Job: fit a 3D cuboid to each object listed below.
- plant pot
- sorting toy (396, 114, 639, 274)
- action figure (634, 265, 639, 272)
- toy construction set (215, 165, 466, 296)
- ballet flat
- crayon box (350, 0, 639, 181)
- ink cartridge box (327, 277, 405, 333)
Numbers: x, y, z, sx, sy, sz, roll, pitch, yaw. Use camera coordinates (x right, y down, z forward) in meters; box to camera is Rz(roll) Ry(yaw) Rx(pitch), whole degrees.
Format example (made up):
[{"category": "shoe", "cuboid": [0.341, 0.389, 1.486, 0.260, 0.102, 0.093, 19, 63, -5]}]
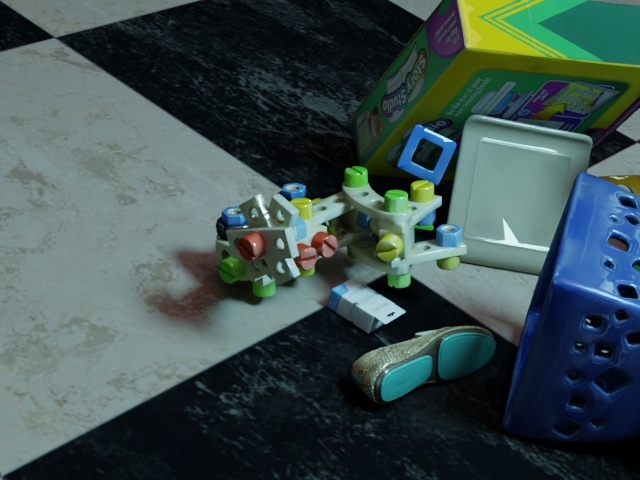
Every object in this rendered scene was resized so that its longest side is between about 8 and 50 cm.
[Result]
[{"category": "plant pot", "cuboid": [0.351, 0.096, 1.721, 0.212, 0.236, 0.236, 16, 37, 5]}, {"category": "sorting toy", "cuboid": [0.262, -0.059, 2.000, 0.348, 0.196, 0.047, 10, 4, -11]}, {"category": "action figure", "cuboid": [0.433, 0.095, 1.942, 0.137, 0.063, 0.232, 1, 39, -21]}, {"category": "toy construction set", "cuboid": [0.000, 0.000, 1.783, 0.215, 0.151, 0.328, 21, 19, 39]}, {"category": "ballet flat", "cuboid": [0.116, 0.133, 1.739, 0.206, 0.073, 0.067, -11, 27, -42]}, {"category": "crayon box", "cuboid": [0.253, -0.200, 2.035, 0.313, 0.363, 0.106, 4, 65, -21]}, {"category": "ink cartridge box", "cuboid": [0.056, 0.083, 1.819, 0.083, 0.028, 0.048, 32, 35, 25]}]
